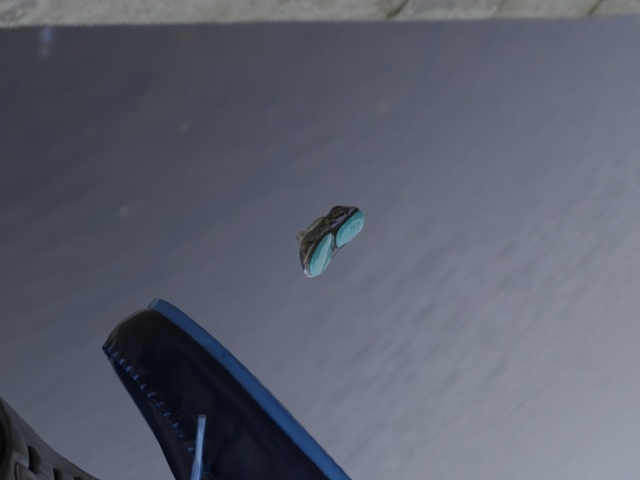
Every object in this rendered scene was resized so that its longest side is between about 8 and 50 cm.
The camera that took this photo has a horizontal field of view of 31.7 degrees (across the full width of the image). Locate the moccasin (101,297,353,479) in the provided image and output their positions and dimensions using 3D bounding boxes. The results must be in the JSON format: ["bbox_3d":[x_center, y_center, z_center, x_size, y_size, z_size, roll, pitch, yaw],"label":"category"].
[{"bbox_3d":[-0.019,0.171,0.566,0.117,0.342,0.137,-40,153,-9],"label":"moccasin"}]

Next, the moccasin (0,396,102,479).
[{"bbox_3d":[-0.270,0.181,0.813,0.147,0.139,0.380,-19,150,10],"label":"moccasin"}]

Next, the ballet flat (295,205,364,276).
[{"bbox_3d":[0.000,0.000,1.015,0.114,0.041,0.041,-43,167,-53],"label":"ballet flat"}]
